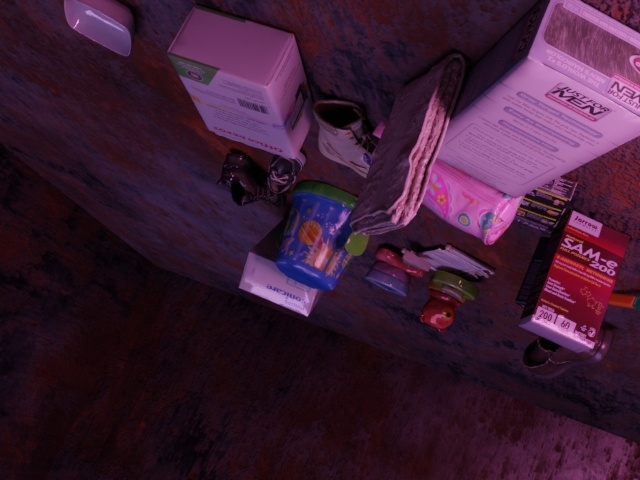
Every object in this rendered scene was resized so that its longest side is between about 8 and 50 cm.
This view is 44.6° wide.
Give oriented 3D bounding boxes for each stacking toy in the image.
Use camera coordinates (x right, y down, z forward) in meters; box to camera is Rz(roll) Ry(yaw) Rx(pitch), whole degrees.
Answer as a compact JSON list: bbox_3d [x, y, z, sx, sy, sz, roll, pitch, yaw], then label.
[{"bbox_3d":[0.279,0.144,2.173,0.309,0.130,0.279,27,172,-7],"label":"stacking toy"}]

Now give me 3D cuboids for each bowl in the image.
[{"bbox_3d":[-0.423,-0.434,1.521,0.142,0.053,0.142,27,165,-8],"label":"bowl"}]

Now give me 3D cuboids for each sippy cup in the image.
[{"bbox_3d":[0.000,0.000,1.999,0.240,0.224,0.305,23,164,5],"label":"sippy cup"}]

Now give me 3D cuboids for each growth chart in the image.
[{"bbox_3d":[0.339,0.059,2.063,0.172,0.021,0.237,30,164,-20],"label":"growth chart"}]

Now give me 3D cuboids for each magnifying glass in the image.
[{"bbox_3d":[0.701,0.138,1.685,0.026,0.092,0.231,25,175,-16],"label":"magnifying glass"}]

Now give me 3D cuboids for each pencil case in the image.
[{"bbox_3d":[0.218,-0.112,1.383,0.284,0.124,0.124,38,169,19],"label":"pencil case"}]

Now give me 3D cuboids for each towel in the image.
[{"bbox_3d":[0.130,-0.143,1.218,0.049,0.282,0.187,24,166,-16],"label":"towel"}]

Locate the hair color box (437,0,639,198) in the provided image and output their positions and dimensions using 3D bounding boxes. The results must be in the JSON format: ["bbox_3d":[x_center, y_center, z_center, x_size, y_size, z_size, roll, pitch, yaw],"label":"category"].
[{"bbox_3d":[0.305,-0.189,1.120,0.185,0.113,0.374,26,165,-7],"label":"hair color box"}]

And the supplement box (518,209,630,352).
[{"bbox_3d":[0.485,0.078,1.489,0.130,0.239,0.073,24,163,0],"label":"supplement box"}]

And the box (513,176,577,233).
[{"bbox_3d":[0.370,-0.091,1.478,0.191,0.045,0.184,22,162,13],"label":"box"}]

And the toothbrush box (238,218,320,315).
[{"bbox_3d":[-0.075,0.071,2.246,0.216,0.126,0.295,23,-155,9],"label":"toothbrush box"}]

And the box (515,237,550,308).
[{"bbox_3d":[0.517,0.102,1.673,0.093,0.158,0.156,7,157,49],"label":"box"}]

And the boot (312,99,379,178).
[{"bbox_3d":[0.086,-0.192,1.514,0.213,0.077,0.165,24,163,14],"label":"boot"}]

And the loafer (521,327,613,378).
[{"bbox_3d":[0.655,0.280,2.155,0.130,0.134,0.366,30,154,-5],"label":"loafer"}]

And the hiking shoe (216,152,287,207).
[{"bbox_3d":[-0.184,-0.132,2.043,0.086,0.114,0.227,8,158,48],"label":"hiking shoe"}]

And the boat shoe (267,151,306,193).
[{"bbox_3d":[-0.086,-0.166,1.866,0.078,0.070,0.219,24,165,0],"label":"boat shoe"}]

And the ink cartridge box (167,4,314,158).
[{"bbox_3d":[-0.136,-0.286,1.453,0.201,0.117,0.278,20,164,15],"label":"ink cartridge box"}]
